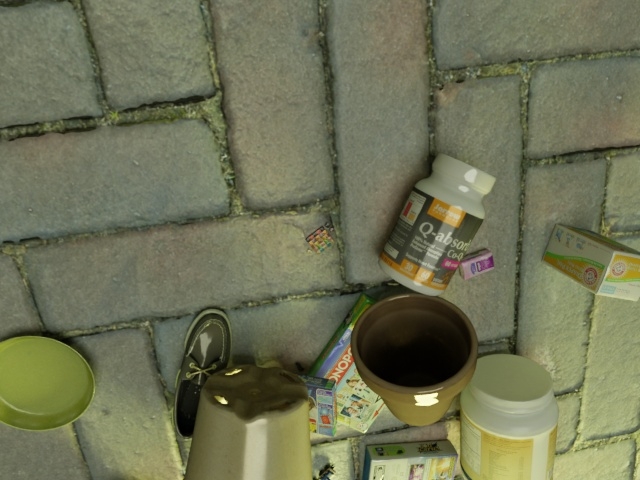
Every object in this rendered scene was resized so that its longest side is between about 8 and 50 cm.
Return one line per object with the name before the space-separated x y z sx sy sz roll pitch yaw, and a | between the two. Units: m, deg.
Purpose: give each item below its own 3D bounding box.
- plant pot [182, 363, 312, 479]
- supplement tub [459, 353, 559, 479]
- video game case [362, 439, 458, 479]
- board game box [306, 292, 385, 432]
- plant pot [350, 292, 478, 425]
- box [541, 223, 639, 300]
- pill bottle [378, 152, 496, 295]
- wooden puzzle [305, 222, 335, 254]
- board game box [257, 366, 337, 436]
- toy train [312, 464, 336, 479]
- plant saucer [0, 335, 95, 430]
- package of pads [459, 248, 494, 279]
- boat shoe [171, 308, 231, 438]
plant pot | -0.149 0.447 1.032 0.334 0.334 0.305 2 101 -12
supplement tub | 0.471 0.472 1.230 0.228 0.228 0.316 -8 110 -8
video game case | 0.236 0.685 1.348 0.244 0.061 0.269 1 109 -10
board game box | 0.106 0.309 1.201 0.214 0.046 0.317 29 102 -19
plant pot | 0.207 0.284 1.076 0.263 0.263 0.229 -16 130 -5
box | 0.632 0.046 1.124 0.114 0.203 0.103 9 107 -14
pill bottle | 0.250 -0.035 1.047 0.162 0.162 0.278 20 104 -17
wooden puzzle | 0.000 0.000 1.094 0.083 0.006 0.049 -37 111 3
board game box | -0.061 0.379 1.150 0.201 0.035 0.136 5 111 18
toy train | -0.017 0.661 1.304 0.027 0.036 0.158 40 97 -20
plant saucer | -0.618 0.307 1.067 0.241 0.037 0.241 -3 110 -9
package of pads | 0.373 0.057 1.171 0.083 0.032 0.050 -20 114 -4
boat shoe | -0.268 0.304 1.103 0.109 0.091 0.305 13 106 -15
